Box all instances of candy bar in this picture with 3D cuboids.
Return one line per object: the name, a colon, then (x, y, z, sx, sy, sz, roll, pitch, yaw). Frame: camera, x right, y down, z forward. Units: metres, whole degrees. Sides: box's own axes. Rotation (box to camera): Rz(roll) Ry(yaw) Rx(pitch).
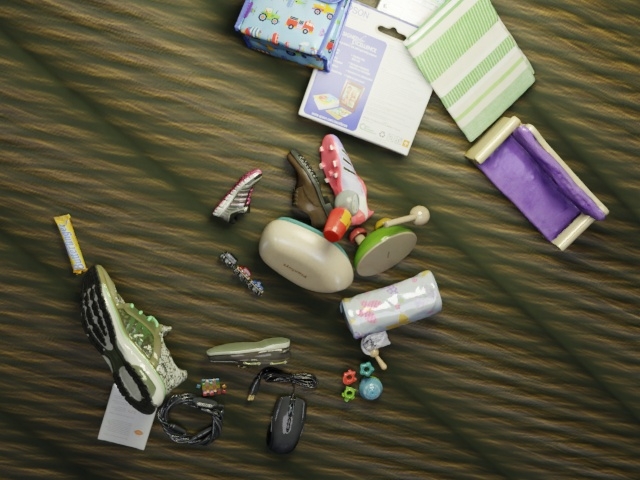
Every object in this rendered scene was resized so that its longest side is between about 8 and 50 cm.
candy bar: (-0.645, 0.011, 1.840, 0.040, 0.018, 0.162, -14, 105, -2)

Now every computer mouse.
computer mouse: (-0.122, 0.485, 1.994, 0.184, 0.060, 0.262, 16, 102, -11)

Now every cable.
cable: (-0.365, 0.502, 1.987, 0.184, 0.047, 0.151, 11, 108, -11)

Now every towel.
towel: (0.378, -0.447, 1.776, 0.248, 0.038, 0.325, -43, 118, -1)

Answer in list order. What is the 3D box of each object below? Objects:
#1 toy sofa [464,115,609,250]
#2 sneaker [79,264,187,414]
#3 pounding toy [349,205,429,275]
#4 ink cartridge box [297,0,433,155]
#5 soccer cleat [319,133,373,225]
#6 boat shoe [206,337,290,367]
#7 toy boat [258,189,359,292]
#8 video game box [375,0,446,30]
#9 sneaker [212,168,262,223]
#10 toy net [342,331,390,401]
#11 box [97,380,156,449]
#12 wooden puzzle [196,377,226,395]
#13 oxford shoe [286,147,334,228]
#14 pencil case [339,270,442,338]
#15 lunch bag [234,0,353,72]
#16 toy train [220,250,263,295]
toy sofa: (0.560, -0.145, 1.844, 0.362, 0.177, 0.150, 43, 96, -15)
sneaker: (-0.488, 0.244, 1.872, 0.158, 0.182, 0.410, -27, 89, 41)
pounding toy: (0.160, -0.019, 1.861, 0.182, 0.110, 0.237, -11, 147, -36)
ink cartridge box: (0.133, -0.409, 1.788, 0.303, 0.072, 0.307, 19, 97, -10)
soccer cleat: (0.068, -0.160, 1.849, 0.095, 0.083, 0.248, -23, 102, -30)
boat shoe: (-0.194, 0.314, 1.931, 0.227, 0.081, 0.069, -5, 101, -7)
toy boat: (0.000, 0.000, 1.799, 0.267, 0.148, 0.318, 33, 141, -8)
video game box: (0.258, -0.609, 1.759, 0.205, 0.048, 0.187, 22, 104, -11)
sneaker: (-0.199, -0.109, 1.833, 0.075, 0.063, 0.170, 41, 102, -14)
toy net: (0.127, 0.342, 1.994, 0.122, 0.045, 0.232, 6, 102, -6)
box: (-0.514, 0.460, 1.931, 0.130, 0.091, 0.171, 18, 102, -10)
wooden puzzle: (-0.305, 0.409, 1.983, 0.083, 0.006, 0.049, -5, 105, -5)
oxford shoe: (-0.041, -0.128, 1.835, 0.096, 0.083, 0.227, -24, 105, 5)
pencil case: (0.192, 0.171, 1.916, 0.273, 0.113, 0.124, -20, 64, -1)
lunch bag: (-0.039, -0.582, 1.684, 0.220, 0.138, 0.293, 20, 88, 10)
toy train: (-0.206, 0.088, 1.902, 0.036, 0.027, 0.158, -44, 104, -5)
